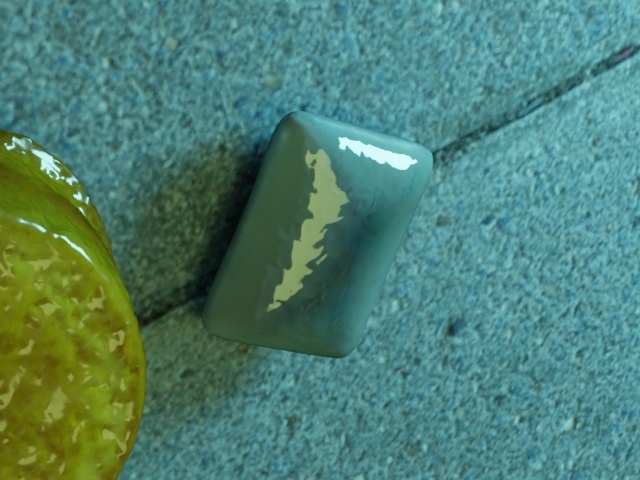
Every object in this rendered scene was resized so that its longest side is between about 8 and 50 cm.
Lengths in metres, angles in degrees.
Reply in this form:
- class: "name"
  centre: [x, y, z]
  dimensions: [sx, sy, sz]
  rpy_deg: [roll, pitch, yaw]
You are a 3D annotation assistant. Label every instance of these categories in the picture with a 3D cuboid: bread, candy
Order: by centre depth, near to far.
- class: "bread"
  centre: [-0.247, 0.082, 1.167]
  dimensions: [0.312, 0.172, 0.312]
  rpy_deg: [-14, 119, -27]
- class: "candy"
  centre: [0.000, 0.000, 1.359]
  dimensions: [0.138, 0.071, 0.174]
  rpy_deg: [13, 107, -38]
